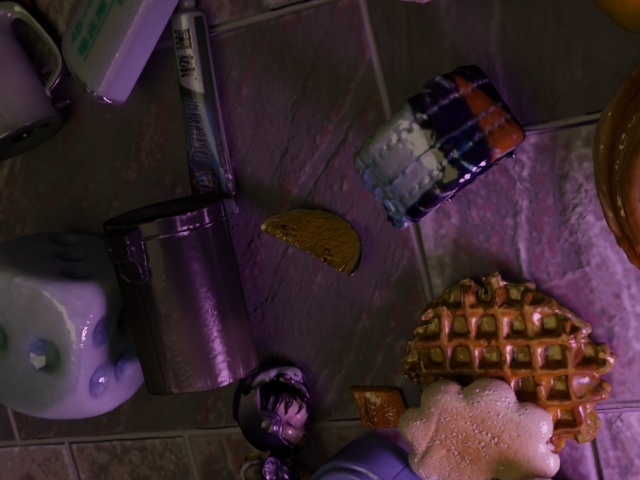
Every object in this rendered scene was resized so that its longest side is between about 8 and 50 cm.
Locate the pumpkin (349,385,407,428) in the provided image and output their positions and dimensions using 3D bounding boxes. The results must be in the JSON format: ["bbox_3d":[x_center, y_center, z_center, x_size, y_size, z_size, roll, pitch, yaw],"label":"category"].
[{"bbox_3d":[0.094,0.281,1.816,0.101,0.035,0.073,-7,98,31],"label":"pumpkin"}]

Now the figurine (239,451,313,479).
[{"bbox_3d":[-0.094,0.463,1.932,0.129,0.109,0.178,21,119,8],"label":"figurine"}]

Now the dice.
[{"bbox_3d":[-0.453,0.147,1.928,0.262,0.268,0.265,16,110,23],"label":"dice"}]

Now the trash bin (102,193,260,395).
[{"bbox_3d":[-0.230,0.092,1.802,0.202,0.252,0.302,-6,103,30],"label":"trash bin"}]

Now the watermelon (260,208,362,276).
[{"bbox_3d":[0.006,-0.009,1.755,0.181,0.092,0.075,29,101,27],"label":"watermelon"}]

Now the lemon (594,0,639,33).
[{"bbox_3d":[0.438,-0.352,1.385,0.203,0.178,0.178,-14,97,24],"label":"lemon"}]

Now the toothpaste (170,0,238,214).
[{"bbox_3d":[-0.203,-0.233,1.815,0.098,0.061,0.392,2,105,33],"label":"toothpaste"}]

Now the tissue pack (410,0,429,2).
[{"bbox_3d":[0.180,-0.426,1.454,0.123,0.256,0.215,24,114,16],"label":"tissue pack"}]

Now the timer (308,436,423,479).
[{"bbox_3d":[0.094,0.550,1.808,0.394,0.173,0.395,7,107,24],"label":"timer"}]

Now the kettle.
[{"bbox_3d":[-0.568,-0.301,1.946,0.240,0.165,0.255,-29,84,1],"label":"kettle"}]

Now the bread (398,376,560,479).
[{"bbox_3d":[0.236,0.298,1.666,0.250,0.039,0.182,-4,110,27],"label":"bread"}]

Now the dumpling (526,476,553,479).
[{"bbox_3d":[0.371,0.449,1.657,0.252,0.131,0.179,38,142,-22],"label":"dumpling"}]

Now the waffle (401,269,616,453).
[{"bbox_3d":[0.287,0.208,1.678,0.325,0.068,0.302,41,118,14],"label":"waffle"}]

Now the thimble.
[{"bbox_3d":[0.168,-0.132,1.553,0.237,0.237,0.150,-39,84,30],"label":"thimble"}]

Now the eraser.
[{"bbox_3d":[-0.320,-0.391,1.791,0.290,0.104,0.189,-56,45,27],"label":"eraser"}]

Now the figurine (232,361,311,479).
[{"bbox_3d":[-0.085,0.316,1.849,0.145,0.145,0.222,-10,60,29],"label":"figurine"}]

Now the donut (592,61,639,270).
[{"bbox_3d":[0.571,-0.089,1.370,0.448,0.198,0.449,9,114,21],"label":"donut"}]
